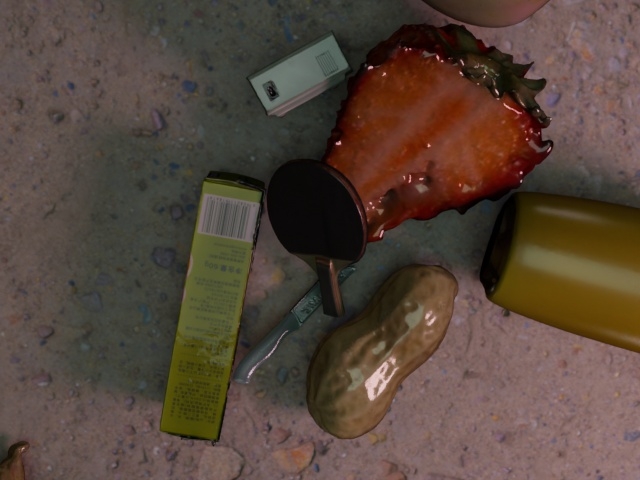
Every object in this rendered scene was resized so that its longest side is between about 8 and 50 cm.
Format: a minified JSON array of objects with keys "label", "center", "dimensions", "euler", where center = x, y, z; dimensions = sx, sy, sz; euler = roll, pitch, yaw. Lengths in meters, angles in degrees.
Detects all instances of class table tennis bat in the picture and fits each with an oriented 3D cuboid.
[{"label":"table tennis bat","center":[0.000,0.000,1.242],"dimensions":[0.130,0.019,0.220],"euler":[8,125,27]}]

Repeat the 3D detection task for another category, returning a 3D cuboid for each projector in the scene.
[{"label":"projector","center":[-0.024,-0.194,1.213],"dimensions":[0.115,0.147,0.061],"euler":[-30,100,3]}]

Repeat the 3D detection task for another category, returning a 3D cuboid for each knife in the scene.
[{"label":"knife","center":[-0.035,0.102,1.303],"dimensions":[0.028,0.015,0.210],"euler":[42,78,8]}]

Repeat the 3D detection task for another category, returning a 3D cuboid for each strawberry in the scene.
[{"label":"strawberry","center":[0.132,-0.134,1.236],"dimensions":[0.253,0.150,0.280],"euler":[12,131,-13]}]

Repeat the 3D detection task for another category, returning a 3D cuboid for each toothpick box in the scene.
[{"label":"toothpick box","center":[0.335,0.035,1.255],"dimensions":[0.271,0.175,0.175],"euler":[14,98,-1]}]

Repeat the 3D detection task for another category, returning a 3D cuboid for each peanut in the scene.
[{"label":"peanut","center":[0.072,0.133,1.286],"dimensions":[0.123,0.123,0.256],"euler":[36,96,-7]}]

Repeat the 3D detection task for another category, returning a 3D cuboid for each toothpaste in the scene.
[{"label":"toothpaste","center":[-0.132,0.077,1.273],"dimensions":[0.077,0.110,0.327],"euler":[10,99,-6]}]

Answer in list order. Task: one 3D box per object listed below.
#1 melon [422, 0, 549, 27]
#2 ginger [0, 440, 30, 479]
[{"label":"melon","center":[0.153,-0.387,1.150],"dimensions":[0.223,0.223,0.317],"euler":[-42,97,5]},{"label":"ginger","center":[-0.420,0.394,1.307],"dimensions":[0.219,0.123,0.270],"euler":[24,97,-3]}]
